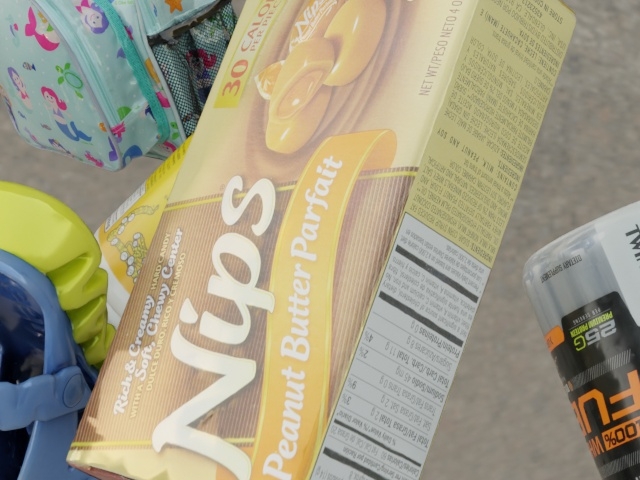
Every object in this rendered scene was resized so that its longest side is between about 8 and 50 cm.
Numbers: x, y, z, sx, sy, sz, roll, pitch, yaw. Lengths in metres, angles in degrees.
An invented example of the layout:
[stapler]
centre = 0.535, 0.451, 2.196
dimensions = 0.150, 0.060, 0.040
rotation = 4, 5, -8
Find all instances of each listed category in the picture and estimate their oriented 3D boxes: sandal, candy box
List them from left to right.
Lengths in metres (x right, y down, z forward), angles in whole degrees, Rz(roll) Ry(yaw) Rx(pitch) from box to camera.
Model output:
[sandal]
centre = -0.171, 0.109, 1.064
dimensions = 0.126, 0.317, 0.138
rotation = 9, 54, 31
[candy box]
centre = 0.000, 0.000, 0.937
dimensions = 0.183, 0.087, 0.316
rotation = 6, 72, 47

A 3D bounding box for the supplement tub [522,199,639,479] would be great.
[supplement tub]
centre = 0.338, 0.139, 1.614
dimensions = 0.207, 0.207, 0.338
rotation = -27, 76, 23

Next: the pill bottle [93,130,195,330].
[pill bottle]
centre = -0.094, 0.005, 1.268
dimensions = 0.208, 0.117, 0.117
rotation = -43, 73, 18

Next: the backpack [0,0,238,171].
[backpack]
centre = -0.175, -0.189, 1.420
dimensions = 0.225, 0.191, 0.253
rotation = 19, 130, 47
